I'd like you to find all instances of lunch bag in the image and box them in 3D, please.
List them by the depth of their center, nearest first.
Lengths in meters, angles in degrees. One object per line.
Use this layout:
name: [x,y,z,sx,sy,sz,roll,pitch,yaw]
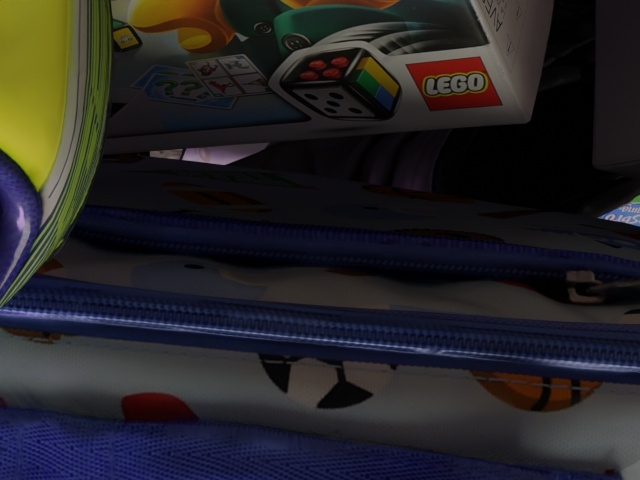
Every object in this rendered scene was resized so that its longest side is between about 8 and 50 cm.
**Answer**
lunch bag: [-0.005,0.039,0.529,0.303,0.115,0.243,4,-174,4]

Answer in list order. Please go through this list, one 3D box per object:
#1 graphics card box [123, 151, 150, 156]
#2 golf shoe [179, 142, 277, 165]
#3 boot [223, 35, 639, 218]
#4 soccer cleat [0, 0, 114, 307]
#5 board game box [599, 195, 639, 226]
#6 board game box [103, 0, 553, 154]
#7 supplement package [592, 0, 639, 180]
graphics card box: [-0.232,-0.043,0.822,0.232,0.094,0.371,0,168,9]
golf shoe: [-0.027,-0.025,0.985,0.093,0.077,0.198,11,164,8]
boot: [0.000,0.000,0.732,0.338,0.118,0.222,-36,-170,-30]
soccer cleat: [-0.089,-0.076,0.308,0.093,0.121,0.289,9,145,9]
board game box: [0.191,0.076,1.000,0.242,0.064,0.316,5,132,-19]
board game box: [-0.113,-0.095,0.452,0.305,0.053,0.193,-3,145,24]
supplement package: [0.190,-0.066,0.597,0.179,0.105,0.105,9,169,-39]
